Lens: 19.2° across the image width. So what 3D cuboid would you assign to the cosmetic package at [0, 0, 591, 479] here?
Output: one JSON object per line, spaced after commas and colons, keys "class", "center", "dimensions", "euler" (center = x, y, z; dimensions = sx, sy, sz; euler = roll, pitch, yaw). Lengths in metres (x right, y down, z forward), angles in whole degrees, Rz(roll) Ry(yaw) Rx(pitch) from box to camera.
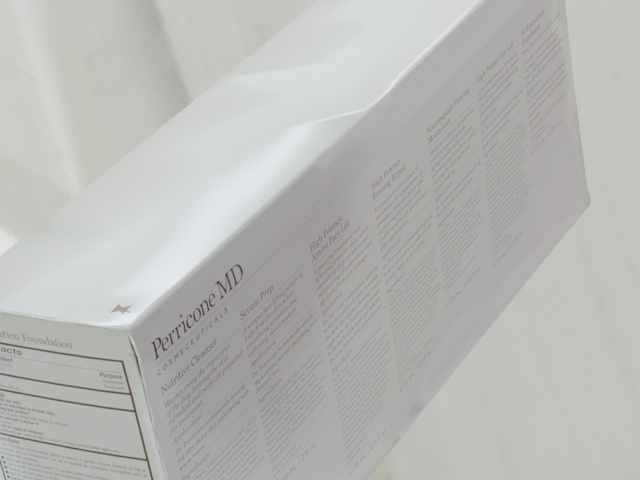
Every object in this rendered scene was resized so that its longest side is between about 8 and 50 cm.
{"class": "cosmetic package", "center": [0.000, 0.000, 0.527], "dimensions": [0.239, 0.060, 0.099], "euler": [-44, -46, -47]}
